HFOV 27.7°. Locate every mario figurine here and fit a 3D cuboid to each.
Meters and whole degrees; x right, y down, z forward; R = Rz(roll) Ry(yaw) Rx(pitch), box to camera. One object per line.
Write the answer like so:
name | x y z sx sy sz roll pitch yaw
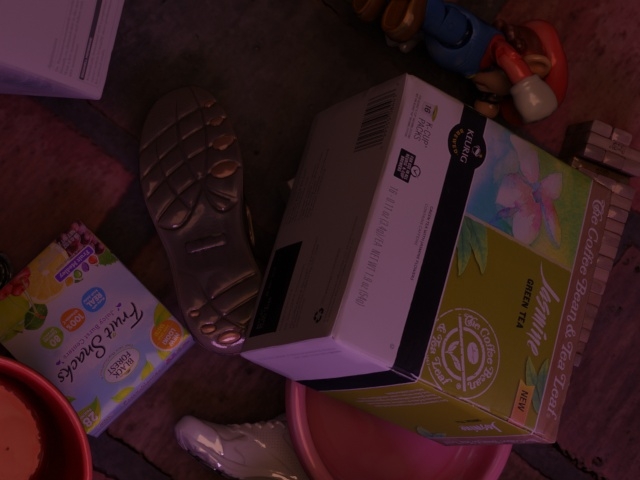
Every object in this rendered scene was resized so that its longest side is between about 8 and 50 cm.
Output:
mario figurine | 0.186 -0.225 1.673 0.320 0.170 0.198 21 49 -33

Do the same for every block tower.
block tower | 0.339 0.011 1.748 0.091 0.097 0.335 20 86 -11

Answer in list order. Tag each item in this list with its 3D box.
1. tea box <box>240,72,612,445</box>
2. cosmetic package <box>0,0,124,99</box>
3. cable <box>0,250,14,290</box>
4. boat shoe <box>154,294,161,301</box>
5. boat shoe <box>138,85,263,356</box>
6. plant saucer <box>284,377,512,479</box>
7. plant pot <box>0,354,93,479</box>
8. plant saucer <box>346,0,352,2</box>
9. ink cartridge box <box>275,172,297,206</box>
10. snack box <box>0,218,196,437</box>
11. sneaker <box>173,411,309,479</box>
tea box | 0.129 0.036 1.529 0.323 0.220 0.329 26 69 -26
cosmetic package | -0.389 -0.256 1.480 0.225 0.224 0.138 18 83 -48
cable | -0.492 0.120 1.570 0.287 0.072 0.139 -26 100 -12
boat shoe | -0.250 0.128 1.640 0.049 0.040 0.142 36 81 8
boat shoe | -0.149 -0.018 1.625 0.132 0.130 0.355 -9 72 -5
plant saucer | 0.097 0.204 1.663 0.332 0.084 0.332 4 81 -27
plant pot | -0.407 0.254 1.498 0.275 0.243 0.275 0 88 -13
plant saucer | 0.074 -0.434 1.727 0.241 0.037 0.241 0 89 -12
ink cartridge box | 0.010 -0.081 1.677 0.122 0.088 0.052 -32 95 -12
snack box | -0.286 0.107 1.588 0.207 0.070 0.174 44 82 8
sneaker | -0.076 0.261 1.661 0.232 0.090 0.115 28 76 -20
